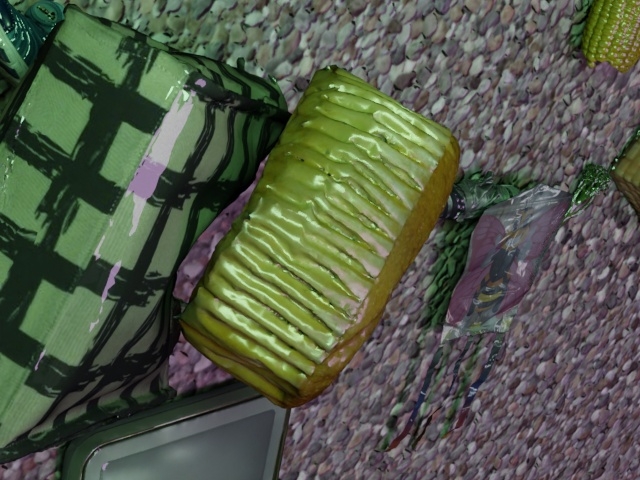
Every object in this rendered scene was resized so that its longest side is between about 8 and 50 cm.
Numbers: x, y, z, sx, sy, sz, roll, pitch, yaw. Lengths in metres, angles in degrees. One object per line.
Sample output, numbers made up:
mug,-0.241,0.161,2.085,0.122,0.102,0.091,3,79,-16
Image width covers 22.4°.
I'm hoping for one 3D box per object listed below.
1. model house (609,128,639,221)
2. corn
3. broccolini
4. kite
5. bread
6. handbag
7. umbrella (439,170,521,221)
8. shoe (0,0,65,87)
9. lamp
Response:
model house,0.485,-0.082,1.961,0.183,0.172,0.166,-54,141,-5
corn,0.348,-0.293,1.740,0.080,0.080,0.238,1,113,-48
broccolini,0.289,-0.035,1.902,0.140,0.030,0.035,-46,133,-7
kite,0.183,0.093,1.853,0.204,0.022,0.360,-10,129,-50
bread,0.000,0.000,1.261,0.253,0.142,0.227,-63,-175,-27
handbag,-0.160,-0.005,1.267,0.325,0.162,0.327,-61,164,8
umbrella,0.156,-0.045,1.728,0.188,0.046,0.050,-1,138,-48
shoe,-0.219,-0.151,1.235,0.071,0.064,0.143,-51,145,-6
lamp,-0.152,0.277,1.623,0.269,0.047,0.266,-13,125,-42
